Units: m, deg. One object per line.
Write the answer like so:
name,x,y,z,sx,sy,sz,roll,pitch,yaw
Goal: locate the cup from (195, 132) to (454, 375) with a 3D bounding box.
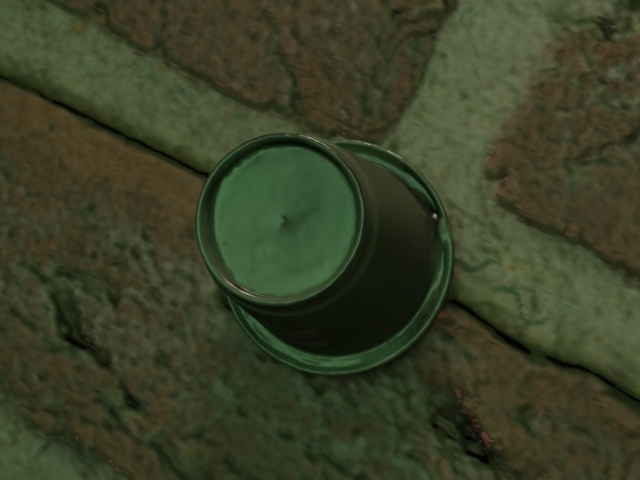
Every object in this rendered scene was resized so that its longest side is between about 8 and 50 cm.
cup,0.000,0.000,0.736,0.120,0.141,0.120,-2,79,10
